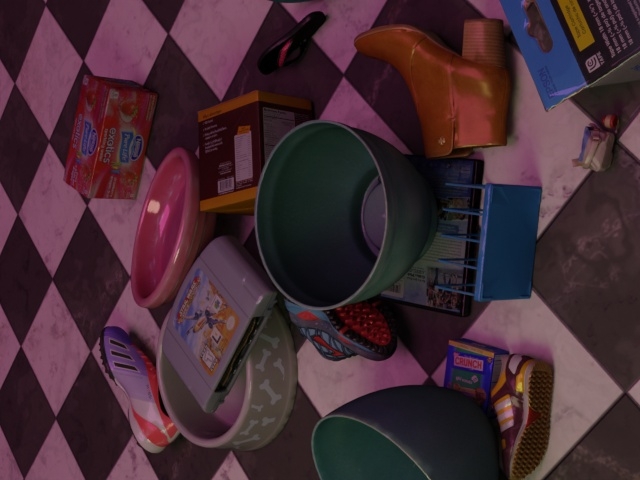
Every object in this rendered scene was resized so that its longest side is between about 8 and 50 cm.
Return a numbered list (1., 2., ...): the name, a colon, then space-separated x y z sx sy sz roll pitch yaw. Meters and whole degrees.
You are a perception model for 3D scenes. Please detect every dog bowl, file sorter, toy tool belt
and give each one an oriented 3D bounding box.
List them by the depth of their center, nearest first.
1. toy tool belt: 0.383 -0.140 1.400 0.051 0.052 0.083 17 102 36
2. file sorter: 0.247 -0.003 1.496 0.104 0.118 0.170 11 98 48
3. dog bowl: -0.198 0.249 1.969 0.349 0.102 0.348 1 92 46

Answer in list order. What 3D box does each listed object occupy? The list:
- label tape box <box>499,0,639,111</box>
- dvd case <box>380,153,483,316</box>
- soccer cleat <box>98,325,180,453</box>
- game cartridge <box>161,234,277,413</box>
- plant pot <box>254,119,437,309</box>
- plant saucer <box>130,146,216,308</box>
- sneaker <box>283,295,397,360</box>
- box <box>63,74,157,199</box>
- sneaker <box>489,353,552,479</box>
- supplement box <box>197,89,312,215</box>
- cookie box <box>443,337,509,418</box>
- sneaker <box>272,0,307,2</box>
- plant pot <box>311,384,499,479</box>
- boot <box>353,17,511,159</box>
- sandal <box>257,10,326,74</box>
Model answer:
1. label tape box: 0.415 -0.351 1.326 0.334 0.106 0.240 -34 66 42
2. dvd case: 0.180 -0.012 1.632 0.180 0.022 0.252 9 97 45
3. soccer cleat: -0.384 0.304 2.176 0.116 0.109 0.318 -39 60 16
4. game cartridge: -0.198 0.149 1.859 0.198 0.062 0.297 44 120 32
5. plant pot: 0.063 -0.039 1.595 0.293 0.196 0.292 0 90 46
6. plant saucer: -0.292 -0.020 2.015 0.332 0.084 0.332 -41 42 51
7. sneaker: 0.046 0.158 1.733 0.262 0.104 0.125 27 137 48
8. box: -0.470 -0.229 2.226 0.123 0.128 0.256 30 111 42
9. sneaker: 0.292 0.262 1.493 0.084 0.070 0.185 13 93 54
10. supplement box: -0.122 -0.158 1.854 0.191 0.129 0.194 -10 79 48
11. cookie box: 0.240 0.215 1.557 0.092 0.040 0.107 13 99 46
12. sneaker: 0.013 -0.551 1.732 0.319 0.127 0.208 -15 81 35
13. plant pot: 0.156 0.332 1.508 0.290 0.195 0.290 31 139 32
14. boot: 0.167 -0.235 1.586 0.295 0.104 0.211 4 93 42
15. sandal: -0.053 -0.355 1.843 0.179 0.067 0.040 -36 77 37
